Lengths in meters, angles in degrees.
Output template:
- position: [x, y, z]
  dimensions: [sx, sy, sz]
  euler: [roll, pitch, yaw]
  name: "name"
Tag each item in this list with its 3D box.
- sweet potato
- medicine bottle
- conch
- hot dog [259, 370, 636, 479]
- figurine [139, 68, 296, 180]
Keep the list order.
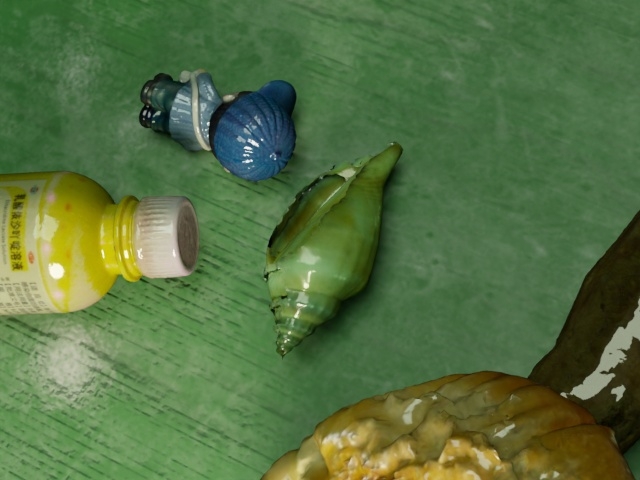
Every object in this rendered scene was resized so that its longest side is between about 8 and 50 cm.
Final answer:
- position: [0.231, 0.082, 1.239]
  dimensions: [0.130, 0.130, 0.422]
  euler: [42, 91, 24]
  name: "sweet potato"
- position: [-0.213, 0.001, 1.381]
  dimensions: [0.213, 0.122, 0.121]
  euler: [-3, 69, 14]
  name: "medicine bottle"
- position: [0.002, 0.004, 1.351]
  dimensions: [0.095, 0.079, 0.200]
  euler: [0, 51, 28]
  name: "conch"
- position: [0.097, 0.284, 1.117]
  dimensions: [0.367, 0.196, 0.365]
  euler: [-46, 66, 26]
  name: "hot dog"
- position: [-0.088, -0.107, 1.418]
  dimensions: [0.149, 0.087, 0.086]
  euler: [18, 112, 21]
  name: "figurine"
